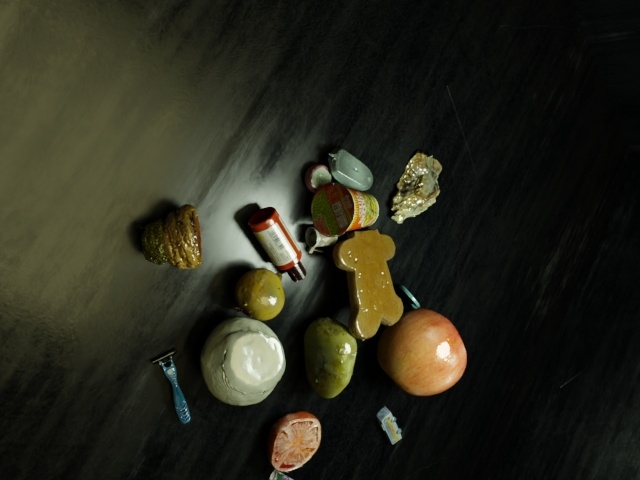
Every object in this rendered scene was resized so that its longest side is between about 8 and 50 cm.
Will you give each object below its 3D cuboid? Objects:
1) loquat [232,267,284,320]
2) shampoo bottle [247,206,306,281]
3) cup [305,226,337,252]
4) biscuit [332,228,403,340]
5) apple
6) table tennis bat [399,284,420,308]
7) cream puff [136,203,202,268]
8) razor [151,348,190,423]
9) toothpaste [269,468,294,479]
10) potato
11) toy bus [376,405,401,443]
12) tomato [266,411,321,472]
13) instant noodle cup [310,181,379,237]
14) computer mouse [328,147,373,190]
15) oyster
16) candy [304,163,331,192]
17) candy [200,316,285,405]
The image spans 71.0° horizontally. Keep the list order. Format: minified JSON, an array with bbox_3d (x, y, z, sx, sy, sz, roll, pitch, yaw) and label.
[{"bbox_3d":[-0.192,0.171,1.467,0.172,0.149,0.204,53,47,-14],"label":"loquat"},{"bbox_3d":[-0.131,0.024,1.505,0.104,0.104,0.278,-43,122,-21],"label":"shampoo bottle"},{"bbox_3d":[0.005,0.000,1.622,0.099,0.074,0.102,-3,103,-37],"label":"cup"},{"bbox_3d":[0.189,0.151,1.730,0.368,0.076,0.394,-14,90,-50],"label":"biscuit"},{"bbox_3d":[0.411,0.471,1.873,0.364,0.364,0.363,-10,107,-35],"label":"apple"},{"bbox_3d":[0.399,0.257,1.968,0.033,0.124,0.201,-39,146,-1],"label":"table tennis bat"},{"bbox_3d":[-0.426,-0.006,1.260,0.169,0.183,0.183,-5,105,-10],"label":"cream puff"},{"bbox_3d":[-0.455,0.468,1.408,0.082,0.042,0.253,-22,114,-33],"label":"razor"},{"bbox_3d":[-0.137,0.948,1.773,0.170,0.028,0.045,44,67,-32],"label":"toothpaste"},{"bbox_3d":[0.036,0.438,1.673,0.173,0.210,0.307,-21,119,-58],"label":"potato"},{"bbox_3d":[0.317,0.855,2.075,0.075,0.064,0.190,-33,119,-13],"label":"toy bus"},{"bbox_3d":[-0.111,0.747,1.702,0.237,0.095,0.236,-12,112,-33],"label":"tomato"},{"bbox_3d":[0.100,-0.108,1.602,0.212,0.193,0.193,-4,104,-53],"label":"instant noodle cup"},{"bbox_3d":[0.097,-0.253,1.636,0.229,0.068,0.113,28,63,-33],"label":"computer mouse"},{"bbox_3d":[0.418,-0.211,1.869,0.201,0.107,0.354,37,78,-33],"label":"oyster"},{"bbox_3d":[-0.008,-0.217,1.580,0.103,0.043,0.103,-10,107,-35],"label":"candy"},{"bbox_3d":[-0.254,0.389,1.453,0.296,0.185,0.295,1,87,-27],"label":"candy"}]
